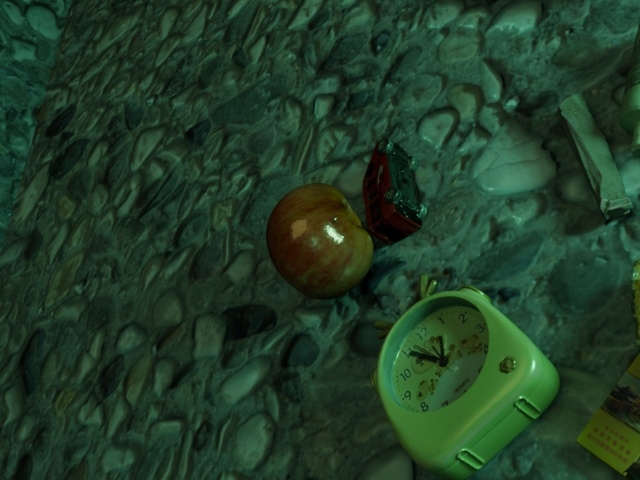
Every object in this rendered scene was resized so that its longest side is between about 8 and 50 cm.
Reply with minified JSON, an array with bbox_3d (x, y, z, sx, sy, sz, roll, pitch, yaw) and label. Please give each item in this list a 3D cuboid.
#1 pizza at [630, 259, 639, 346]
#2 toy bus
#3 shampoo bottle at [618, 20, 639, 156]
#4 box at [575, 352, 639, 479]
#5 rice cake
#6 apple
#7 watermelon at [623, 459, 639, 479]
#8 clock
[{"bbox_3d":[0.466,0.099,1.136,0.188,0.081,0.204,-38,31,-21],"label":"pizza"},{"bbox_3d":[0.127,-0.093,1.612,0.089,0.081,0.195,-36,41,33],"label":"toy bus"},{"bbox_3d":[0.509,-0.242,1.346,0.085,0.085,0.263,-2,60,44],"label":"shampoo bottle"},{"bbox_3d":[0.407,0.220,1.137,0.155,0.023,0.087,-53,36,-2],"label":"box"},{"bbox_3d":[0.421,-0.135,1.378,0.055,0.049,0.270,-17,47,7],"label":"rice cake"},{"bbox_3d":[0.000,0.000,1.572,0.164,0.209,0.209,-40,40,13],"label":"apple"},{"bbox_3d":[0.435,0.279,0.974,0.207,0.202,0.136,-120,34,-52],"label":"watermelon"},{"bbox_3d":[0.189,0.181,1.322,0.235,0.096,0.308,-45,39,10],"label":"clock"}]
